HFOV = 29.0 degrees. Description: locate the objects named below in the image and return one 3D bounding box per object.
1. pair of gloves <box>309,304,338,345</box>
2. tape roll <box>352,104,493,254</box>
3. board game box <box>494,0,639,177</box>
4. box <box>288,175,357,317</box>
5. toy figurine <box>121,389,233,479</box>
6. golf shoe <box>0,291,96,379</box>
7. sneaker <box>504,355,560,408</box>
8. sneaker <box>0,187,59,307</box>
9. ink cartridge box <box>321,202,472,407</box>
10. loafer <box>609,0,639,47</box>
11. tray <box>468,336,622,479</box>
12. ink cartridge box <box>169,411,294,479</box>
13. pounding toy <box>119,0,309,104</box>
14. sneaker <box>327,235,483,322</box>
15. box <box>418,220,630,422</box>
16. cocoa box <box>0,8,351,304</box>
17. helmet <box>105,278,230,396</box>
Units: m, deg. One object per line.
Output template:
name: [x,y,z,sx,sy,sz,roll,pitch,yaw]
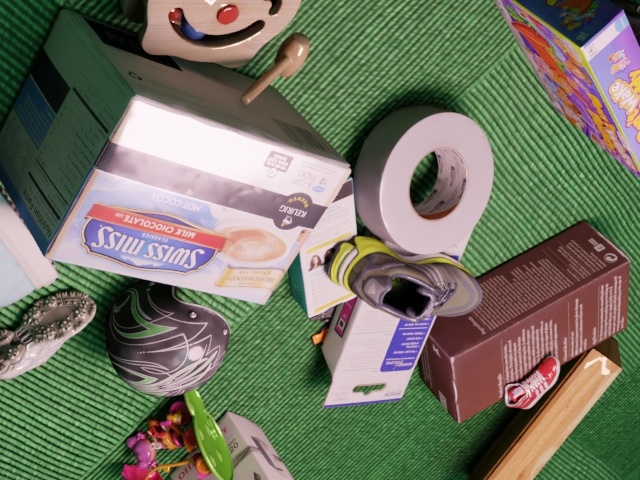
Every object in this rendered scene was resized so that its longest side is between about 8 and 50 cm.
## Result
pair of gloves: [0.016,0.135,2.051,0.074,0.010,0.083,-23,134,-18]
tape roll: [0.156,-0.092,1.867,0.219,0.072,0.219,-12,112,-32]
board game box: [0.391,-0.257,1.826,0.078,0.233,0.347,-42,138,1]
box: [0.000,0.000,1.888,0.101,0.060,0.244,-24,135,-18]
toy figurine: [-0.245,0.334,1.963,0.159,0.173,0.130,-25,177,8]
golf shoe: [-0.390,0.135,1.735,0.176,0.069,0.086,-30,157,-7]
sneaker: [0.370,0.252,2.181,0.067,0.042,0.118,6,124,-43]
sneaker: [-0.451,-0.028,1.486,0.150,0.135,0.366,-35,137,-9]
ink cartridge box: [0.116,0.109,2.050,0.176,0.069,0.370,0,119,-36]
loafer: [0.472,-0.348,1.923,0.080,0.078,0.220,-32,161,29]
tray: [0.427,0.358,2.411,0.411,0.076,0.203,-56,177,15]
ink cartridge box: [-0.131,0.412,2.024,0.158,0.218,0.092,-48,134,8]
pounding toy: [-0.099,-0.272,1.502,0.270,0.154,0.154,3,135,-41]
sneaker: [0.150,0.083,1.924,0.300,0.121,0.111,11,115,-40]
box: [0.361,0.145,2.217,0.381,0.143,0.191,-28,137,-16]
cocoa box: [-0.189,-0.094,1.544,0.347,0.231,0.228,15,114,-42]
helmet: [-0.219,0.144,1.776,0.169,0.161,0.169,-20,134,-22]
